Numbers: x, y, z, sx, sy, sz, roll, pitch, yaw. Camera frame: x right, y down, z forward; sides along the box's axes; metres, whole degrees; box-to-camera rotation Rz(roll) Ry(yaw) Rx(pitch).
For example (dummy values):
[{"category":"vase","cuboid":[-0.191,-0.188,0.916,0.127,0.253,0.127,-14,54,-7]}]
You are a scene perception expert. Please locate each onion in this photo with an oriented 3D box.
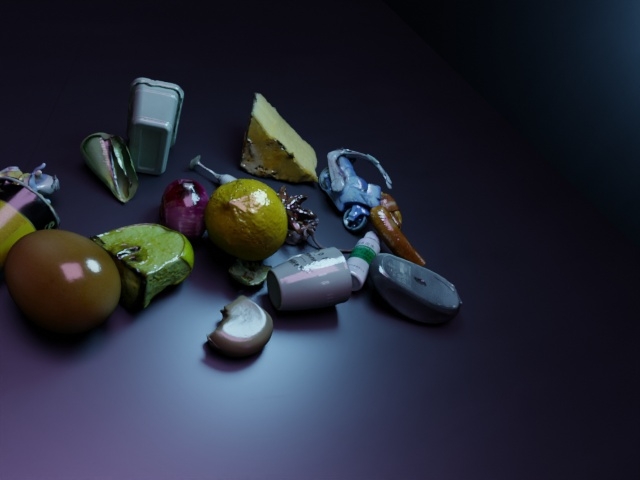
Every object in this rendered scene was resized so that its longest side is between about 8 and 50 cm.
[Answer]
[{"category":"onion","cuboid":[-0.441,-0.106,1.816,0.200,0.200,0.207,24,50,-4]}]

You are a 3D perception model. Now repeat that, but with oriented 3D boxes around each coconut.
[{"category":"coconut","cuboid":[-0.232,0.104,1.796,0.158,0.055,0.133,-5,27,-42]}]

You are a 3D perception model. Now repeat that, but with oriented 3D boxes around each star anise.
[{"category":"star anise","cuboid":[-0.150,-0.109,1.957,0.272,0.102,0.272,-3,54,4]},{"category":"star anise","cuboid":[0.000,0.000,2.037,0.227,0.218,0.148,55,-1,-27]}]

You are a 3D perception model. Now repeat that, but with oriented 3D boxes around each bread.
[{"category":"bread","cuboid":[-0.149,-0.400,2.165,0.315,0.279,0.248,4,40,-6]}]

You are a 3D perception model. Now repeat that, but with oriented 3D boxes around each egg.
[{"category":"egg","cuboid":[-0.677,0.101,1.458,0.322,0.250,0.250,36,45,17]}]

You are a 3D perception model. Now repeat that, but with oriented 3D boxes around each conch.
[{"category":"conch","cuboid":[-0.692,-0.263,1.857,0.143,0.137,0.250,-43,68,-13]}]

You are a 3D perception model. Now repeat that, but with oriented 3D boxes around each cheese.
[{"category":"cheese","cuboid":[-0.238,0.260,1.632,0.175,0.091,0.202,41,45,16]}]

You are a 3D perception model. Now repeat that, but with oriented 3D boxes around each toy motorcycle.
[{"category":"toy motorcycle","cuboid":[0.126,-0.215,2.139,0.182,0.241,0.319,-8,55,-39]}]

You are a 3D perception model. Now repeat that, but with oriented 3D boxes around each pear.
[{"category":"pear","cuboid":[-0.518,0.053,1.650,0.238,0.164,0.255,31,38,18]}]

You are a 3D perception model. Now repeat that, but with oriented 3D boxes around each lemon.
[{"category":"lemon","cuboid":[-0.231,-0.060,1.780,0.258,0.310,0.258,-12,58,20]}]

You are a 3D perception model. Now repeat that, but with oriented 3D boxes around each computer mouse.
[{"category":"computer mouse","cuboid":[0.322,0.173,1.961,0.374,0.114,0.203,26,41,-13]}]

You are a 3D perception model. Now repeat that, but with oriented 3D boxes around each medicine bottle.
[{"category":"medicine bottle","cuboid":[0.149,0.068,1.990,0.095,0.095,0.260,31,43,4]}]

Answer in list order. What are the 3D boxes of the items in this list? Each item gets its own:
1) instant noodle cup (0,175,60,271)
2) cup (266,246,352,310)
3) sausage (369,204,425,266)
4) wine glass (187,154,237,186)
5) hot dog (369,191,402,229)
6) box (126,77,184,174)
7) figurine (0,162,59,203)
[{"category":"instant noodle cup","cuboid":[-0.882,-0.025,1.533,0.215,0.215,0.236,27,53,0]},{"category":"cup","cuboid":[-0.059,0.119,1.810,0.234,0.186,0.258,-11,26,-23]},{"category":"sausage","cuboid":[0.281,0.003,2.046,0.302,0.076,0.103,52,17,-8]},{"category":"wine glass","cuboid":[-0.356,-0.220,2.038,0.262,0.074,0.074,32,44,4]},{"category":"hot dog","cuboid":[0.254,-0.132,2.221,0.123,0.093,0.261,-18,59,-35]},{"category":"box","cuboid":[-0.580,-0.377,1.914,0.175,0.312,0.182,8,55,-18]},{"category":"figurine","cuboid":[-0.887,-0.164,1.677,0.183,0.128,0.208,-9,14,-31]}]
